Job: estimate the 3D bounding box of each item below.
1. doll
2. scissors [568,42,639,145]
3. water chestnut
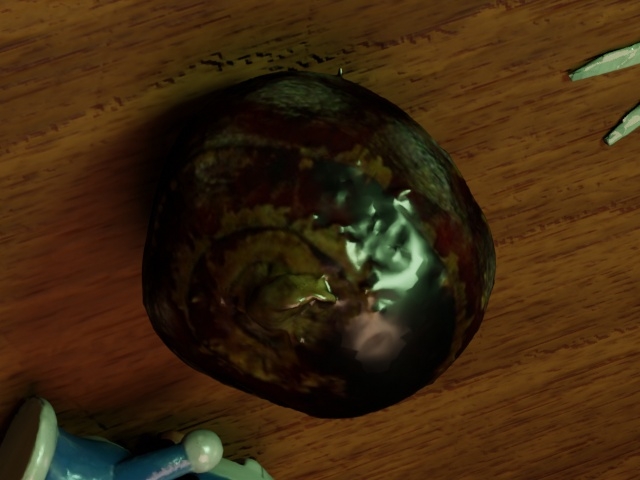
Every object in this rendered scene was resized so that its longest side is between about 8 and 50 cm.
[{"bbox_3d":[-0.134,0.210,1.324,0.257,0.161,0.215,31,129,-23],"label":"doll"},{"bbox_3d":[0.292,-0.151,1.245,0.247,0.017,0.144,-29,135,7],"label":"scissors"},{"bbox_3d":[0.000,0.000,1.149,0.223,0.238,0.224,13,132,15],"label":"water chestnut"}]
